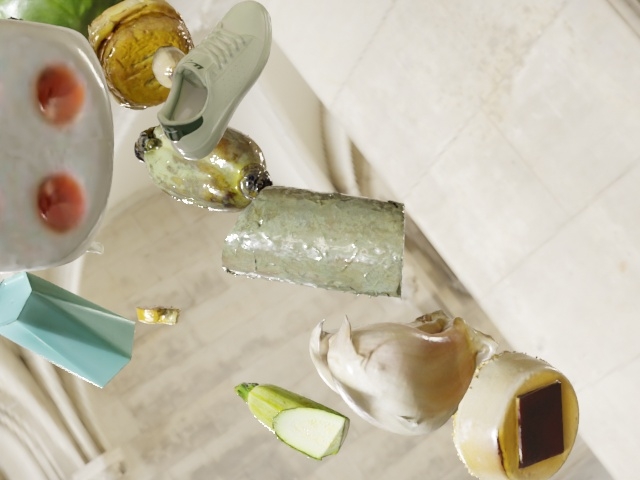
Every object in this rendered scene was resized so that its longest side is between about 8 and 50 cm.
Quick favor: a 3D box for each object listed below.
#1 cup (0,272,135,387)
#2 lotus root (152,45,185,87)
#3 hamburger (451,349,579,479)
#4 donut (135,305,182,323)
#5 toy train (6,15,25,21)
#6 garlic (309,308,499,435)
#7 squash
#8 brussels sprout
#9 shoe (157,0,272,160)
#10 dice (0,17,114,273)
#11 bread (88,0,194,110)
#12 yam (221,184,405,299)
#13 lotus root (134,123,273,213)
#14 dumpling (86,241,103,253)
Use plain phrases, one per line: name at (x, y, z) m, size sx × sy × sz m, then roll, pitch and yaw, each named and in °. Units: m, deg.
cup at (-0.455, 0.147, 1.703) m, size 0.235 × 0.148 × 0.134 m, roll 39°, pitch -113°, yaw -42°
lotus root at (-0.271, -0.312, 1.749) m, size 0.062 × 0.073 × 0.150 m, roll -17°, pitch 24°, yaw -12°
hamburger at (0.402, 0.375, 2.045) m, size 0.302 × 0.302 × 0.170 m, roll -30°, pitch 22°, yaw -28°
donut at (-0.384, 0.176, 2.302) m, size 0.108 × 0.043 × 0.097 m, roll 6°, pitch -3°, yaw -36°
toy train at (-0.478, -0.317, 1.658) m, size 0.071 × 0.170 × 0.111 m, roll -59°, pitch 0°, yaw -4°
garlic at (0.121, 0.209, 1.687) m, size 0.313 × 0.286 × 0.249 m, roll -8°, pitch -49°, yaw -35°
squash at (-0.059, 0.272, 1.529) m, size 0.075 × 0.200 × 0.090 m, roll -47°, pitch -28°, yaw -45°
brussels sprout at (-0.567, -0.536, 2.214) m, size 0.315 × 0.276 × 0.371 m, roll -56°, pitch -25°, yaw -3°
shoe at (-0.155, -0.250, 1.429) m, size 0.265 × 0.095 × 0.110 m, roll -68°, pitch -22°, yaw -9°
dice at (-0.444, -0.126, 1.258) m, size 0.277 × 0.304 × 0.304 m, roll -3°, pitch 9°, yaw -39°
bread at (-0.346, -0.367, 1.937) m, size 0.198 × 0.120 × 0.236 m, roll -29°, pitch -43°, yaw -10°
yam at (0.000, 0.000, 1.609) m, size 0.168 × 0.304 × 0.168 m, roll 9°, pitch -90°, yaw -77°
lotus root at (-0.210, -0.138, 1.852) m, size 0.173 × 0.309 × 0.173 m, roll -37°, pitch -41°, yaw -41°
dumpling at (-0.518, -0.004, 1.866) m, size 0.215 × 0.126 × 0.166 m, roll -17°, pitch -16°, yaw 18°
